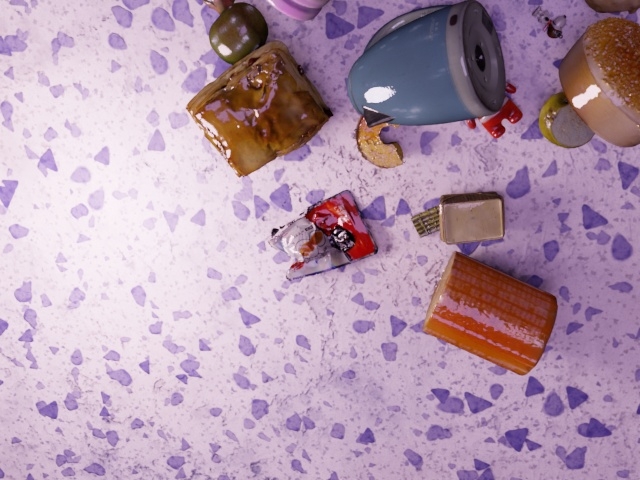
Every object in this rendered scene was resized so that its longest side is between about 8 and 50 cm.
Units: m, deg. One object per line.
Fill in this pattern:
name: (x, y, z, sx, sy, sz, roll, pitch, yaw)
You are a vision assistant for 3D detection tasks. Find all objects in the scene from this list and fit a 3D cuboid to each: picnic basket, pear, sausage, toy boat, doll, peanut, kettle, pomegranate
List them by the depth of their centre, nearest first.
peanut: (0.610, -0.580, 1.712, 0.263, 0.101, 0.117, 26, 93, 3)
kettle: (0.223, -0.406, 1.768, 0.342, 0.320, 0.247, -8, 146, 35)
doll: (0.529, -0.504, 1.792, 0.085, 0.040, 0.058, 20, 100, 1)
pear: (0.583, -0.292, 1.824, 0.141, 0.104, 0.141, -4, 123, -7)
doll: (0.378, -0.362, 1.860, 0.142, 0.076, 0.245, -40, 101, 15)
pomegranate: (-0.216, -0.535, 1.913, 0.152, 0.131, 0.191, -40, 75, 27)
picnic basket: (0.381, -0.058, 1.953, 0.164, 0.079, 0.115, -4, 107, 4)
sausage: (0.424, 0.183, 1.965, 0.287, 0.233, 0.233, 24, 113, 1)
toy boat: (0.299, -0.055, 2.018, 0.115, 0.016, 0.063, -25, 102, 20)

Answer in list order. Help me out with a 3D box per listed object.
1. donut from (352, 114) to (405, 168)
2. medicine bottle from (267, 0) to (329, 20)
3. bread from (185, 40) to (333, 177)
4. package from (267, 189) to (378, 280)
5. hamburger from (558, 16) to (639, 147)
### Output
donut: (0.161, -0.278, 1.941, 0.146, 0.078, 0.181, 16, 119, 8)
medicine bottle: (0.003, -0.677, 1.724, 0.212, 0.212, 0.325, 44, 125, -5)
bread: (-0.157, -0.300, 1.919, 0.324, 0.167, 0.277, -24, 125, 23)
package: (0.000, 0.000, 2.086, 0.269, 0.071, 0.194, -27, 104, 7)
hamburger: (0.662, -0.348, 1.687, 0.302, 0.302, 0.170, 43, 131, -5)
